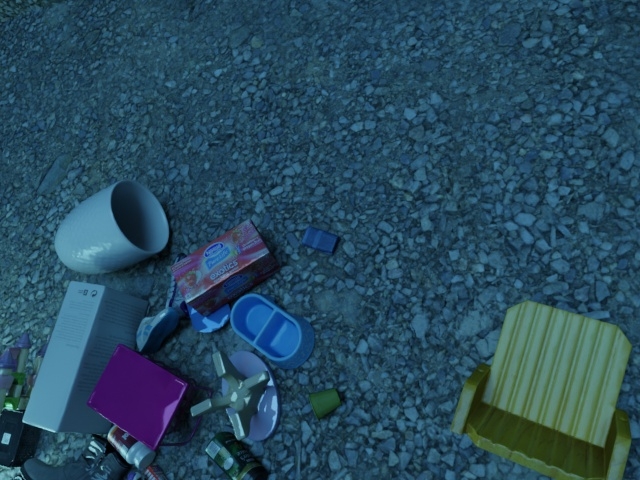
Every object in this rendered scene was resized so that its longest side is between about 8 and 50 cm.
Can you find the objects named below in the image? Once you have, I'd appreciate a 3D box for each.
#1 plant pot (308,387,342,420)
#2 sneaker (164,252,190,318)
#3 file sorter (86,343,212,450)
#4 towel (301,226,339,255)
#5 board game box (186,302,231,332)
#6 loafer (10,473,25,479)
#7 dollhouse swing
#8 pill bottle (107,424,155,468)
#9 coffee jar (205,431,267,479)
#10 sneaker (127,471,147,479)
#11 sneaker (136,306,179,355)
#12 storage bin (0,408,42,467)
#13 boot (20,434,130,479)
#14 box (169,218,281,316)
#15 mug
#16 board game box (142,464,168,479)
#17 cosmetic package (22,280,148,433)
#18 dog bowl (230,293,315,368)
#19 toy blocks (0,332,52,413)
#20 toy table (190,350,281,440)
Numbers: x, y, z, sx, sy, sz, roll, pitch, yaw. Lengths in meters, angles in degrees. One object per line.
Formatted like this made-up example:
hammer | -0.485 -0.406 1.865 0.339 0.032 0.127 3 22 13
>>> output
plant pot | 0.017 0.455 1.507 0.079 0.083 0.083 -23 64 0
sneaker | -0.459 0.156 1.814 0.098 0.083 0.224 7 78 3
file sorter | -0.515 0.481 1.644 0.290 0.182 0.202 20 79 26
towel | 0.000 0.000 1.703 0.119 0.029 0.067 19 79 27
board game box | -0.364 0.223 1.756 0.133 0.033 0.169 -25 66 1
loafer | -1.075 0.910 1.757 0.109 0.095 0.303 33 86 28
dollhouse swing | 0.536 0.328 1.236 0.346 0.315 0.305 17 98 26
pill bottle | -0.588 0.639 1.669 0.152 0.086 0.086 31 84 27
coffee jar | -0.238 0.636 1.526 0.184 0.096 0.079 36 90 28
sneaker | -0.569 0.777 1.582 0.071 0.068 0.170 -3 60 37
sneaker | -0.544 0.282 1.747 0.229 0.087 0.092 -47 57 29
storage bin | -1.048 0.678 1.838 0.122 0.084 0.180 2 71 22
boot | -0.777 0.720 1.713 0.338 0.118 0.223 22 77 16
box | -0.300 0.087 1.700 0.299 0.142 0.154 -31 62 -3
mug | -0.748 -0.054 1.910 0.328 0.276 0.374 -23 34 20
board game box | -0.525 0.805 1.606 0.146 0.045 0.193 38 88 28
cosmetic package | -0.757 0.384 1.751 0.161 0.230 0.454 5 72 24
dog bowl | -0.157 0.270 1.641 0.297 0.074 0.166 30 84 28
toy blocks | -1.064 0.440 1.823 0.308 0.288 0.260 -1 75 25
toy table | -0.235 0.448 1.558 0.252 0.161 0.274 -39 63 5
